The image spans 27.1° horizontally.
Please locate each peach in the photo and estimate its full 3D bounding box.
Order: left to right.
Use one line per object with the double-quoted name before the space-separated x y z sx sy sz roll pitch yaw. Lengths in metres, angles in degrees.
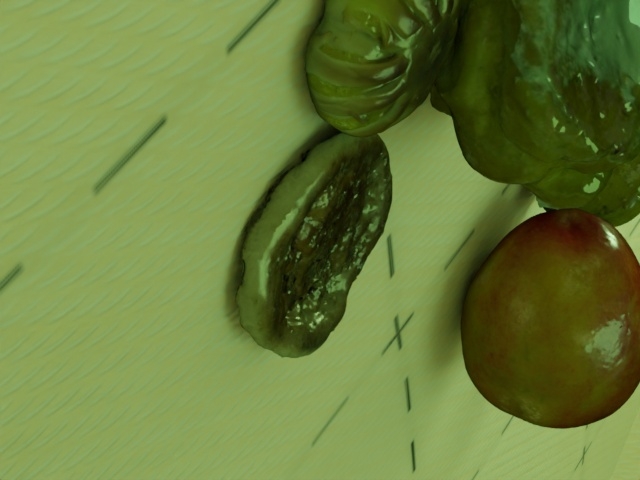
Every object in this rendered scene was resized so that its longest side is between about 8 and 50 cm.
"peach" 0.351 0.111 1.959 0.308 0.308 0.332 -32 132 -51

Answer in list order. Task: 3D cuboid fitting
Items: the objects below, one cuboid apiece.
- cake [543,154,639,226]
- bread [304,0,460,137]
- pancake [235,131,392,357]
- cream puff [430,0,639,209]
"cake" 0.443 -0.139 2.028 0.260 0.179 0.156 -66 155 -2
"bread" 0.072 -0.201 1.325 0.213 0.105 0.213 -49 153 -37
"pancake" -0.001 0.000 1.429 0.282 0.049 0.282 -48 149 -40
"cream puff" 0.254 -0.219 1.520 0.378 0.276 0.378 -3 94 -41
